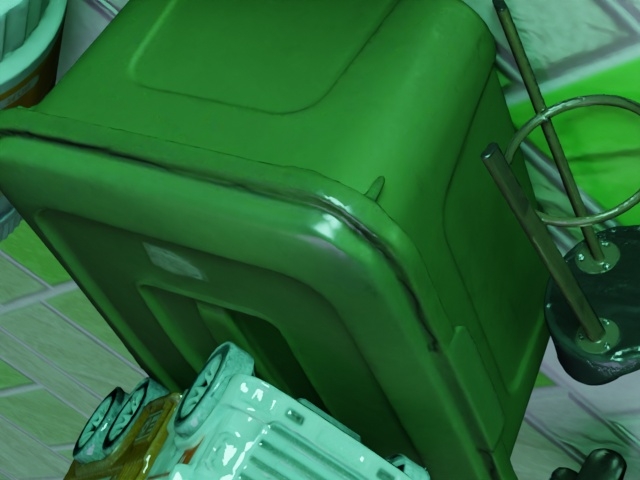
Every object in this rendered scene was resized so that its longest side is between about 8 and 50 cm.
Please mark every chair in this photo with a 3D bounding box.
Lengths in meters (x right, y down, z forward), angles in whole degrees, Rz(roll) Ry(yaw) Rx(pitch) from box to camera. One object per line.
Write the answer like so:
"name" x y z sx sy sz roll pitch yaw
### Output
"chair" 0.145 -0.015 0.716 0.095 0.104 0.222 -2 142 20

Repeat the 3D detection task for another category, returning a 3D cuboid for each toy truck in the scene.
"toy truck" -0.074 0.171 0.794 0.136 0.162 0.305 34 157 -13

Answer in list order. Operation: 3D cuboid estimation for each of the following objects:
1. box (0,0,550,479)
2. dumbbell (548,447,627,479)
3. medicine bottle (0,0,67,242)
"box" 0.000 0.000 0.794 0.252 0.178 0.329 16 154 28
"dumbbell" 0.241 0.262 1.016 0.289 0.192 0.192 19 153 18
"medicine bottle" -0.234 -0.107 0.845 0.158 0.158 0.318 29 155 -1
